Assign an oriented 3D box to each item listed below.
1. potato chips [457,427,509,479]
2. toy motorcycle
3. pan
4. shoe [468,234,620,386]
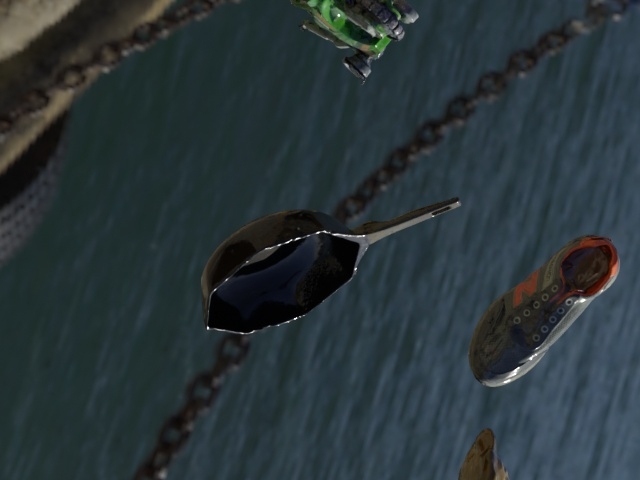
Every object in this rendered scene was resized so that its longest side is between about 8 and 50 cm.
[{"bbox_3d":[0.040,0.299,0.806,0.057,0.080,0.407,-124,-123,-88],"label":"potato chips"},{"bbox_3d":[0.018,-0.189,1.252,0.074,0.106,0.190,-50,-176,-1],"label":"toy motorcycle"},{"bbox_3d":[-0.001,0.008,1.204,0.202,0.048,0.128,-16,154,-18],"label":"pan"},{"bbox_3d":[0.220,0.063,1.528,0.194,0.074,0.077,-43,173,-8],"label":"shoe"}]
